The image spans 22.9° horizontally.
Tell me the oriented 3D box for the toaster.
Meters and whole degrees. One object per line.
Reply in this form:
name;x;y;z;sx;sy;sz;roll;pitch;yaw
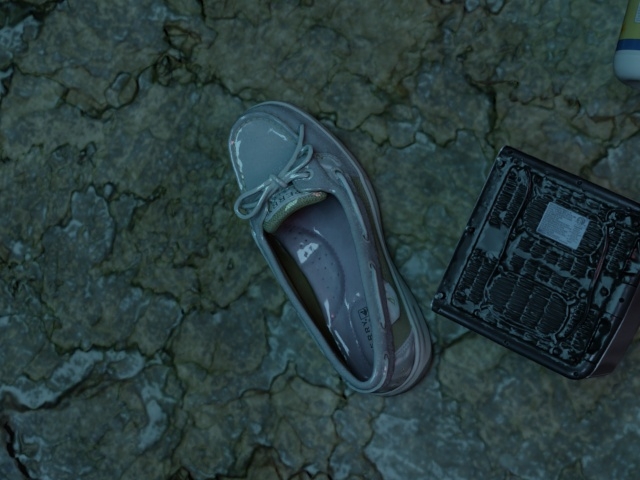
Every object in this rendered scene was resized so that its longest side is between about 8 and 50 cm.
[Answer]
toaster;0.217;0.024;1.409;0.185;0.110;0.168;26;96;24

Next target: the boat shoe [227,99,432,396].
boat shoe;-0.002;0.002;1.510;0.118;0.103;0.320;-30;75;19

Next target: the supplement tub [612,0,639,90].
supplement tub;0.343;-0.219;1.356;0.144;0.144;0.200;16;91;24
